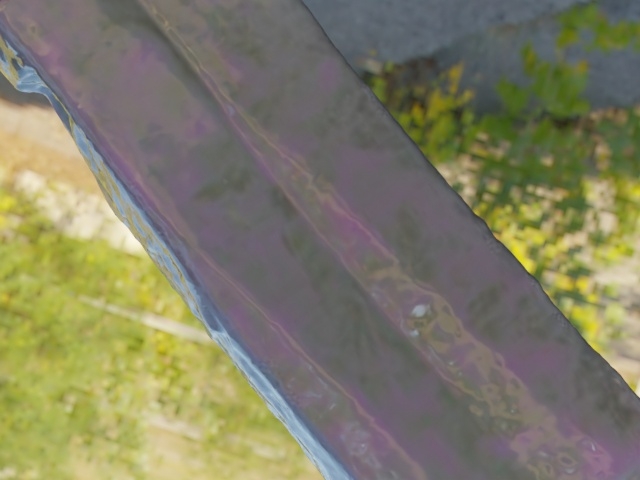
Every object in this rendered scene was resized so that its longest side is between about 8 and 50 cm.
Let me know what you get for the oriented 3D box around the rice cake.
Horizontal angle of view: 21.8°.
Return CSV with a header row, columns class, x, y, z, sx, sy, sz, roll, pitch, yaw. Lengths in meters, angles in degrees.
class,x,y,z,sx,sy,sz,roll,pitch,yaw
rice cake,-0.002,0.000,0.599,0.298,0.106,0.050,50,161,9
